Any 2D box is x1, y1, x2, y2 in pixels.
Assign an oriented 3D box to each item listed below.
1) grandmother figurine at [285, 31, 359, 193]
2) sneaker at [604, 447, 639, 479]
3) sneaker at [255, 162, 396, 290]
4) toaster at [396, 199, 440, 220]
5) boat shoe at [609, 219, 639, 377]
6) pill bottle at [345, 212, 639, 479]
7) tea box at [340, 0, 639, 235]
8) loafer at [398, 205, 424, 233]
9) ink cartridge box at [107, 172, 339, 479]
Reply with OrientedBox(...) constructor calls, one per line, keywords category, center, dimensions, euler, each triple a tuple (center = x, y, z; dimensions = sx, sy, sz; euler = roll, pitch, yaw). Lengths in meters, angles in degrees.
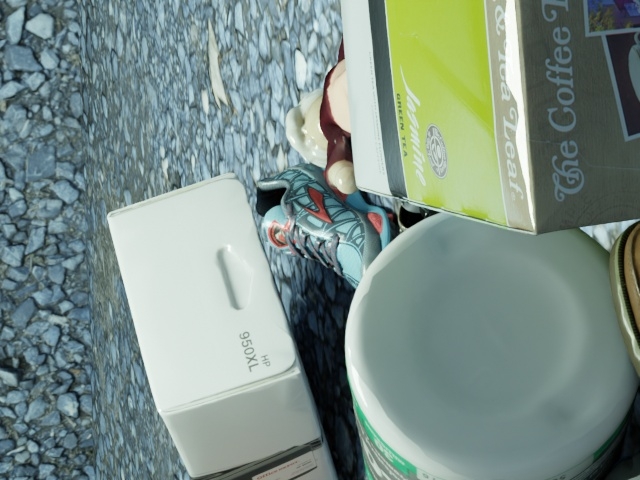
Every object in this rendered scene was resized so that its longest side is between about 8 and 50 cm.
OrientedBox(category="grandmother figurine", center=(0.041, -0.144, 1.802), dimensions=(0.342, 0.104, 0.208), euler=(140, 148, -73))
OrientedBox(category="sneaker", center=(0.237, 0.285, 1.306), dimensions=(0.341, 0.125, 0.140), euler=(100, 150, -50))
OrientedBox(category="sneaker", center=(0.000, 0.000, 1.926), dimensions=(0.262, 0.125, 0.104), euler=(-128, 34, -58))
OrientedBox(category="toaster", center=(0.123, -0.117, 1.452), dimensions=(0.129, 0.146, 0.227), euler=(103, 154, -50))
OrientedBox(category="boat shoe", center=(0.289, 0.100, 1.114), dimensions=(0.307, 0.110, 0.104), euler=(64, 153, 21))
OrientedBox(category="pill bottle", center=(0.129, 0.132, 1.339), dimensions=(0.361, 0.204, 0.204), euler=(79, 176, -66))
OrientedBox(category="tea box", center=(0.160, -0.192, 1.184), dimensions=(0.323, 0.220, 0.329), euler=(-156, 59, -71))
OrientedBox(category="loafer", center=(0.105, -0.044, 1.642), dimensions=(0.267, 0.084, 0.096), euler=(107, 150, -53))
OrientedBox(category="ink cartridge box", center=(-0.104, 0.155, 2.078), dimensions=(0.395, 0.166, 0.285), euler=(76, 175, -55))
